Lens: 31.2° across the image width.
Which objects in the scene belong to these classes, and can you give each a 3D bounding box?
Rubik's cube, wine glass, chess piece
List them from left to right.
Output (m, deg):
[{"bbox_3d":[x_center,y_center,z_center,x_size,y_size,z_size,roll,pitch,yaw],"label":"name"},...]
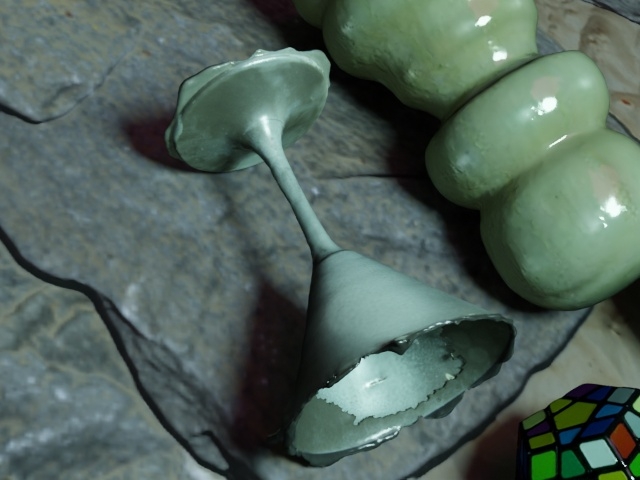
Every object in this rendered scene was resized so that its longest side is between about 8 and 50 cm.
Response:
[{"bbox_3d":[0.000,0.000,0.704,0.156,0.156,0.232,-10,58,-33],"label":"wine glass"},{"bbox_3d":[0.130,-0.104,0.837,0.182,0.182,0.330,-20,72,-37],"label":"chess piece"},{"bbox_3d":[0.176,0.151,0.696,0.133,0.112,0.133,13,50,-16],"label":"Rubik's cube"}]
